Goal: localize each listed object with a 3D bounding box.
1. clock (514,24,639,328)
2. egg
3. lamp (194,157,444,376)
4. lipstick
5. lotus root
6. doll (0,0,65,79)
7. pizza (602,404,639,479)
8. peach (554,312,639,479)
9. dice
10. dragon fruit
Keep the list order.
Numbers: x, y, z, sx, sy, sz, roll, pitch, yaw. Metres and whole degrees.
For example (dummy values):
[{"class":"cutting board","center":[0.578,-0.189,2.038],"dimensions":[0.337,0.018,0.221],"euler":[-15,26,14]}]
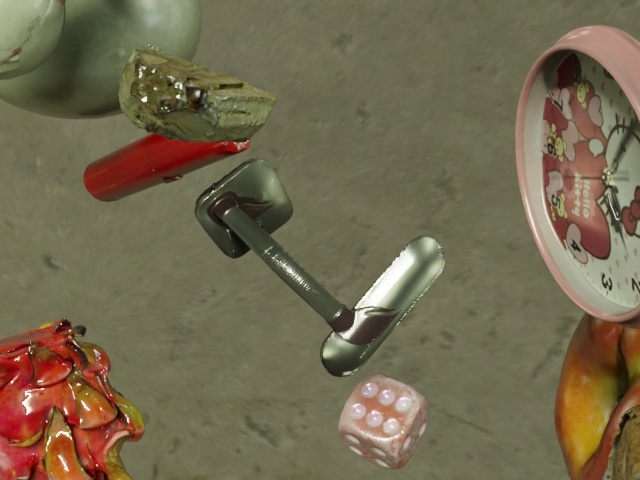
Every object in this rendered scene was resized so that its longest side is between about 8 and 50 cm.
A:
[{"class":"clock","center":[0.228,-0.049,0.991],"dimensions":[0.056,0.244,0.244],"euler":[-12,89,-17]},{"class":"egg","center":[-0.305,-0.283,1.623],"dimensions":[0.352,0.258,0.258],"euler":[-14,89,-46]},{"class":"lamp","center":[0.000,-0.002,1.551],"dimensions":[0.203,0.124,0.283],"euler":[-40,57,-9]},{"class":"lipstick","center":[-0.204,-0.111,1.648],"dimensions":[0.073,0.280,0.073],"euler":[17,66,-41]},{"class":"lotus root","center":[-0.128,-0.125,1.155],"dimensions":[0.143,0.144,0.070],"euler":[23,102,11]},{"class":"doll","center":[-0.310,-0.265,1.324],"dimensions":[0.113,0.155,0.275],"euler":[26,78,31]},{"class":"pizza","center":[0.167,0.169,0.657],"dimensions":[0.036,0.184,0.176],"euler":[6,71,10]},{"class":"peach","center":[0.419,0.212,1.290],"dimensions":[0.406,0.335,0.310],"euler":[36,76,-14]},{"class":"dice","center":[0.083,0.235,1.636],"dimensions":[0.093,0.091,0.094],"euler":[21,65,21]},{"class":"dragon fruit","center":[-0.355,0.244,1.645],"dimensions":[0.227,0.307,0.243],"euler":[-35,123,-19]}]
